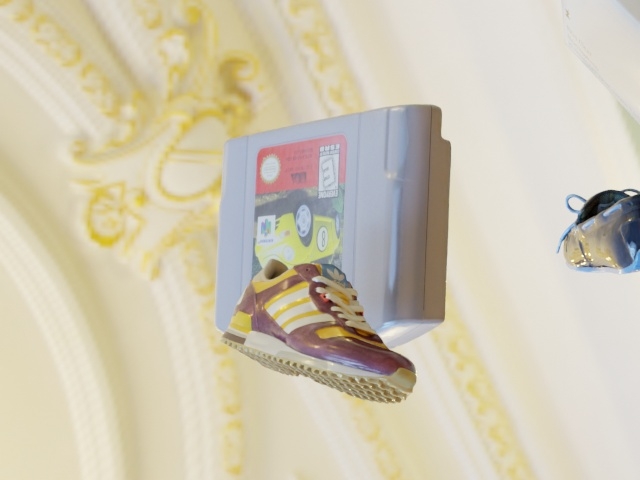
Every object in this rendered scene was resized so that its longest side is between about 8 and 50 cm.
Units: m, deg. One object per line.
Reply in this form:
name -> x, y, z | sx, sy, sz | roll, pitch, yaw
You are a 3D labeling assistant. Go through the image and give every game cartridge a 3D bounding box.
game cartridge -> 0.000, 0.000, 1.342 | 0.060, 0.294, 0.196 | 1, -94, -33

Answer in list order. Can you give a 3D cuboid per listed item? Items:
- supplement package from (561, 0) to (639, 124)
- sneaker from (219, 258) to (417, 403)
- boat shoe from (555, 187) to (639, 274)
supplement package -> 0.373, -0.201, 1.505 | 0.204, 0.262, 0.145 | -26, -40, -9
sneaker -> 0.004, 0.056, 1.135 | 0.069, 0.185, 0.084 | 32, -103, -41
boat shoe -> 0.325, -0.016, 1.752 | 0.109, 0.258, 0.089 | -14, -88, -12
